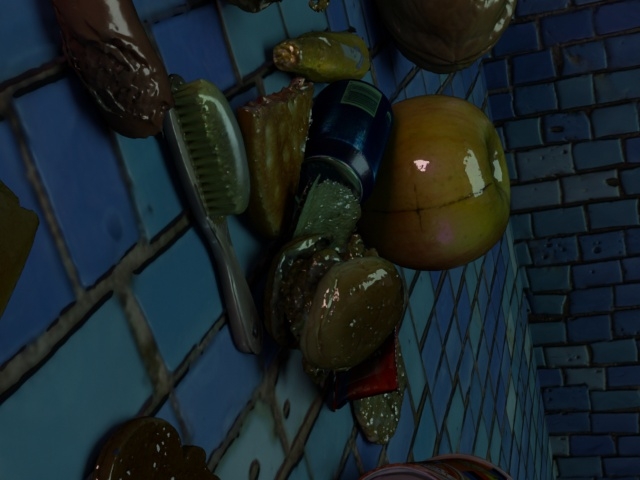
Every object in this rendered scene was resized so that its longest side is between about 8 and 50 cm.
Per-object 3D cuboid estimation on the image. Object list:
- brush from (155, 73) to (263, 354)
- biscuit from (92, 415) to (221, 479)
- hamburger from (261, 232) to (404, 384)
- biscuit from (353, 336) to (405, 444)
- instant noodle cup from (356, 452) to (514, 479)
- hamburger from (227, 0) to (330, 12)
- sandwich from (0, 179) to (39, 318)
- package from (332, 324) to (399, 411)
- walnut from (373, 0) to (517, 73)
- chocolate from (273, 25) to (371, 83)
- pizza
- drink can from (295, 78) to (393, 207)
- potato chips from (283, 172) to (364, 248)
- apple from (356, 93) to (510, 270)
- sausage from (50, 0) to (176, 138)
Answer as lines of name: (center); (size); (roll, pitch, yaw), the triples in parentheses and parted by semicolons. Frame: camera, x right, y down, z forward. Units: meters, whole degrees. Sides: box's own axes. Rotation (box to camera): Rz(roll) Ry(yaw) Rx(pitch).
brush: (-0.089, -0.017, 0.806); (0.072, 0.067, 0.313); (-59, 139, -59)
biscuit: (-0.134, 0.216, 0.662); (0.175, 0.026, 0.124); (51, 39, -53)
hamburger: (0.013, 0.083, 0.908); (0.159, 0.131, 0.185); (-15, 125, -51)
biscuit: (0.090, 0.206, 1.238); (0.220, 0.033, 0.220); (-7, 90, -67)
instant noodle cup: (0.142, 0.400, 1.052); (0.192, 0.250, 0.250); (30, 56, -54)
hamburger: (-0.064, -0.365, 0.849); (0.244, 0.163, 0.244); (1, 90, -72)
sandwich: (-0.225, 0.029, 0.435); (0.212, 0.063, 0.245); (-42, 124, -66)
package: (0.055, 0.163, 1.012); (0.200, 0.022, 0.083); (139, -40, -62)
walnut: (0.233, -0.473, 1.503); (0.252, 0.277, 0.313); (2, 73, -30)
chocolate: (-0.001, -0.247, 1.092); (0.219, 0.085, 0.085); (-29, 110, -64)
pizza: (-0.055, -0.107, 0.910); (0.193, 0.053, 0.201); (-66, 158, -44)
drink can: (0.027, -0.123, 1.061); (0.205, 0.118, 0.118); (-68, 145, -50)
potato chips: (0.000, 0.000, 0.972); (0.142, 0.026, 0.209); (-42, 148, -14)
apple: (0.166, -0.086, 1.251); (0.286, 0.233, 0.286); (33, 52, -58)
sausage: (-0.182, -0.221, 0.613); (0.078, 0.078, 0.304); (-58, 138, -58)
